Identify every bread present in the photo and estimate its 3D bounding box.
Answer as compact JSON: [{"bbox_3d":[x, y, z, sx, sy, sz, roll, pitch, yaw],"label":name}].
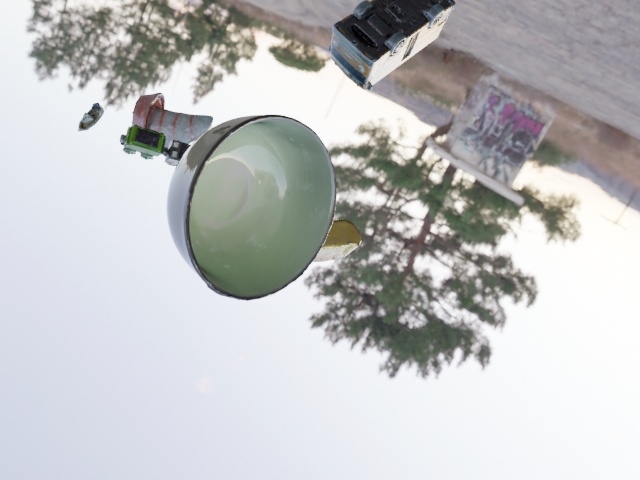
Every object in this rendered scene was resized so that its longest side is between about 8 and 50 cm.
[{"bbox_3d":[0.000,0.000,1.837,0.246,0.094,0.102,-7,-114,-46],"label":"bread"}]

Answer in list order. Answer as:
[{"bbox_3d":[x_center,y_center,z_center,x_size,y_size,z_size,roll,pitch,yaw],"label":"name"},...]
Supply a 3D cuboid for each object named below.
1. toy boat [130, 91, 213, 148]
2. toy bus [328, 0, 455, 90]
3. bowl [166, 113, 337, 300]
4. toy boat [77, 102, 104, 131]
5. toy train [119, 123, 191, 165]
[{"bbox_3d":[-0.475,-0.368,2.231,0.282,0.206,0.096,10,-177,17],"label":"toy boat"},{"bbox_3d":[0.099,-0.307,1.019,0.091,0.182,0.103,46,157,10],"label":"toy bus"},{"bbox_3d":[-0.156,-0.078,1.332,0.354,0.353,0.185,11,-172,-45],"label":"bowl"},{"bbox_3d":[-0.537,-0.285,1.608,0.038,0.083,0.038,41,-173,-7],"label":"toy boat"},{"bbox_3d":[-0.370,-0.216,1.630,0.202,0.060,0.081,15,166,-27],"label":"toy train"}]
